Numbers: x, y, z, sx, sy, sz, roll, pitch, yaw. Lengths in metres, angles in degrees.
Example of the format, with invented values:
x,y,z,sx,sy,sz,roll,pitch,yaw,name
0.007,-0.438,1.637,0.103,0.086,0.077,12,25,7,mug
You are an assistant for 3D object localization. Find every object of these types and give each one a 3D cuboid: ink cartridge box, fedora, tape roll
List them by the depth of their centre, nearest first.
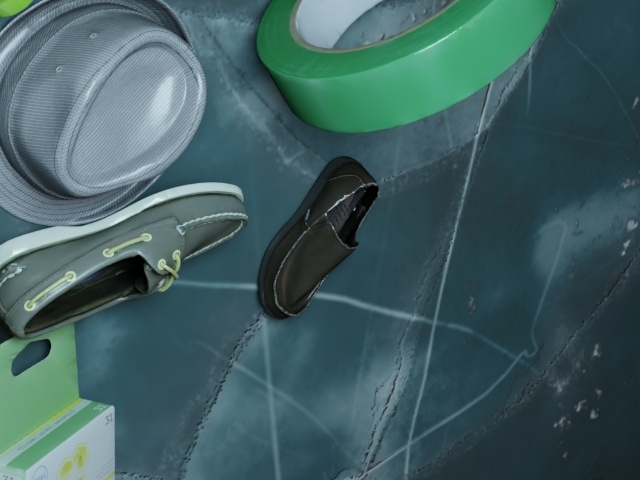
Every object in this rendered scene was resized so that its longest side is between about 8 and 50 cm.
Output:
x,y,z,sx,sy,sz,roll,pitch,yaw,name
-0.220,-0.129,1.234,0.275,0.124,0.244,-42,125,-17,fedora
0.089,-0.248,1.290,0.321,0.321,0.077,-43,126,-16,tape roll
-0.288,0.207,1.299,0.171,0.056,0.235,-36,133,-62,ink cartridge box

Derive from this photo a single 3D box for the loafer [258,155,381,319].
x,y,z,sx,sy,sz,roll,pitch,yaw,name
0.000,0.000,1.469,0.080,0.078,0.220,29,88,-39,loafer

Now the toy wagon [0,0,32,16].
x,y,z,sx,sy,sz,roll,pitch,yaw,name
-0.363,-0.301,1.085,0.344,0.068,0.267,-48,138,-14,toy wagon

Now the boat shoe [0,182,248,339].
x,y,z,sx,sy,sz,roll,pitch,yaw,name
-0.206,0.021,1.295,0.305,0.091,0.109,-19,153,-26,boat shoe
